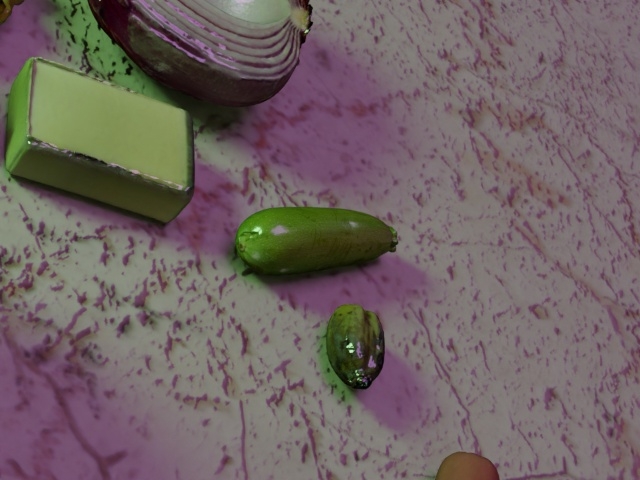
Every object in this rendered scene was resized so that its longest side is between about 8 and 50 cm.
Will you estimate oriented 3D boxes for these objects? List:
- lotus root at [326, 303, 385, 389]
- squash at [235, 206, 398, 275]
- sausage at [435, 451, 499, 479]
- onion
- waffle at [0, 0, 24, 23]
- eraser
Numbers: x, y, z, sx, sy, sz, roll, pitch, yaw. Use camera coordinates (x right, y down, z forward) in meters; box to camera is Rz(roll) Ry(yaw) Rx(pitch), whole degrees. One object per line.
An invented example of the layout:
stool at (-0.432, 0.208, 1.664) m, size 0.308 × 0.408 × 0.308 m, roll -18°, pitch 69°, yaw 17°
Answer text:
lotus root at (0.033, 0.103, 1.682) m, size 0.054 × 0.049 × 0.099 m, roll 27°, pitch 40°, yaw -30°
squash at (0.000, 0.000, 1.743) m, size 0.201 × 0.066 × 0.066 m, roll 0°, pitch 54°, yaw -43°
sausage at (0.125, 0.255, 1.607) m, size 0.062 × 0.062 × 0.154 m, roll 32°, pitch 41°, yaw -12°
onion at (-0.152, -0.246, 1.798) m, size 0.283 × 0.120 × 0.227 m, roll 29°, pitch 42°, yaw -20°
waffle at (-0.394, -0.275, 1.681) m, size 0.237 × 0.059 × 0.243 m, roll 36°, pitch 40°, yaw -2°
eraser at (-0.204, -0.092, 1.663) m, size 0.172 × 0.058 × 0.117 m, roll 18°, pitch 45°, yaw -26°
